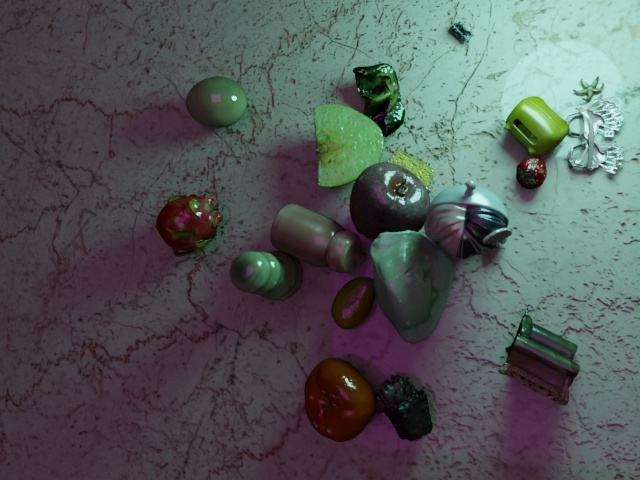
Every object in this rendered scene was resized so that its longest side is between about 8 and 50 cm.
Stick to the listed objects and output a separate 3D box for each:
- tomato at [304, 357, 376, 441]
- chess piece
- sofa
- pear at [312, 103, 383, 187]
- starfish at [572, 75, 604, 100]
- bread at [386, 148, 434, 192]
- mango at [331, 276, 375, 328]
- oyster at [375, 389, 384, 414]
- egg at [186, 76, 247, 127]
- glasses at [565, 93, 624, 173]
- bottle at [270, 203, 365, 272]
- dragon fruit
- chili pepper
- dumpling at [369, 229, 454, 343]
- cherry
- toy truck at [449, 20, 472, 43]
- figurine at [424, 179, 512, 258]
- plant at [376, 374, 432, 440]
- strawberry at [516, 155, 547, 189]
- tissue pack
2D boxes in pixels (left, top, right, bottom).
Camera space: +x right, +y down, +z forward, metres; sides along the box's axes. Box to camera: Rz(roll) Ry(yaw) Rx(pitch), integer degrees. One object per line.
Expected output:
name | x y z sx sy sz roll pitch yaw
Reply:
tomato | 0.063 0.508 1.760 0.259 0.179 0.260 -5 83 46
chess piece | -0.192 0.109 1.826 0.182 0.330 0.183 -2 83 16
sofa | 0.647 0.319 1.577 0.200 0.258 0.182 28 105 20
pear | 0.103 -0.322 1.894 0.239 0.139 0.288 -6 83 14
starfish | 0.849 -0.480 1.740 0.091 0.028 0.078 -7 75 19
bread | 0.307 -0.230 1.857 0.187 0.065 0.103 29 90 20
mango | 0.115 0.206 1.842 0.130 0.092 0.195 43 92 19
oyster | 0.184 0.534 1.808 0.132 0.029 0.086 -11 73 19
egg | -0.389 -0.515 2.048 0.241 0.186 0.186 6 84 24
glasses | 0.853 -0.329 1.686 0.162 0.095 0.256 -1 84 9
bottle | 0.000 0.000 1.860 0.296 0.206 0.173 22 90 28
dragon fruit | -0.477 -0.065 2.010 0.226 0.224 0.224 -11 79 13
chili pepper | 0.213 -0.478 1.906 0.148 0.116 0.265 -16 79 3
dumpling | 0.268 0.130 1.740 0.211 0.321 0.270 22 58 34
cherry | 0.217 -0.115 1.773 0.261 0.221 0.307 35 138 -1
toy truck | 0.480 -0.711 1.879 0.039 0.044 0.083 -36 73 -12
figurine | 0.426 -0.057 1.646 0.253 0.361 0.211 -10 89 15
plant | 0.268 0.519 1.720 0.129 0.132 0.195 -24 88 -23
strawberry | 0.669 -0.215 1.730 0.106 0.106 0.106 -2 82 17
tissue pack | 0.670 -0.355 1.715 0.127 0.123 0.178 -29 71 -30
